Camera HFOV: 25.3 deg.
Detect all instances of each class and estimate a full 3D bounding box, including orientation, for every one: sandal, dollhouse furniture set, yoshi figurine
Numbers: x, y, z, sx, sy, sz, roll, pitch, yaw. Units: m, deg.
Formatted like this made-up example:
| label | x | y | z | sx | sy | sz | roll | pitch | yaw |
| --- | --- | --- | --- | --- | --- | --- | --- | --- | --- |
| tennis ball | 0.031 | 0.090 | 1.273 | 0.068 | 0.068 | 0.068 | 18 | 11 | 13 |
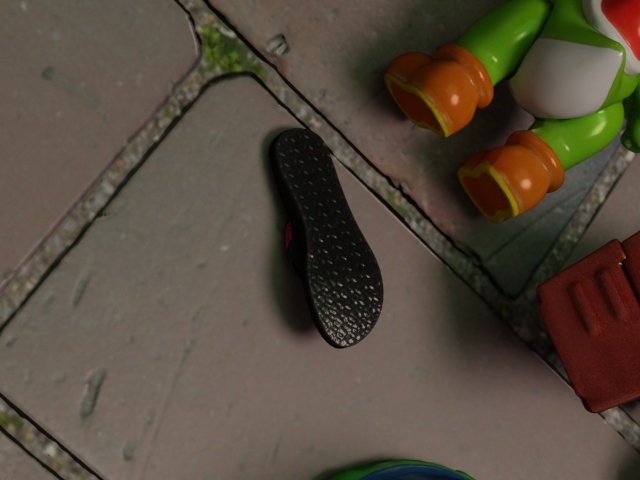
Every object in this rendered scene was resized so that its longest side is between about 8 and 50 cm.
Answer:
| label | x | y | z | sx | sy | sz | roll | pitch | yaw |
| --- | --- | --- | --- | --- | --- | --- | --- | --- | --- |
| sandal | 0.000 | 0.000 | 1.106 | 0.067 | 0.040 | 0.179 | -6 | 70 | -33 |
| dollhouse furniture set | 0.327 | 0.173 | 1.080 | 0.201 | 0.152 | 0.374 | 14 | 51 | -61 |
| yoshi figurine | 0.232 | -0.187 | 1.181 | 0.362 | 0.203 | 0.203 | -40 | 58 | -6 |

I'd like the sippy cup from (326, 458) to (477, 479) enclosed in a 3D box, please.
| label | x | y | z | sx | sy | sz | roll | pitch | yaw |
| --- | --- | --- | --- | --- | --- | --- | --- | --- | --- |
| sippy cup | 0.106 | 0.272 | 1.008 | 0.305 | 0.224 | 0.240 | -34 | 98 | -27 |
